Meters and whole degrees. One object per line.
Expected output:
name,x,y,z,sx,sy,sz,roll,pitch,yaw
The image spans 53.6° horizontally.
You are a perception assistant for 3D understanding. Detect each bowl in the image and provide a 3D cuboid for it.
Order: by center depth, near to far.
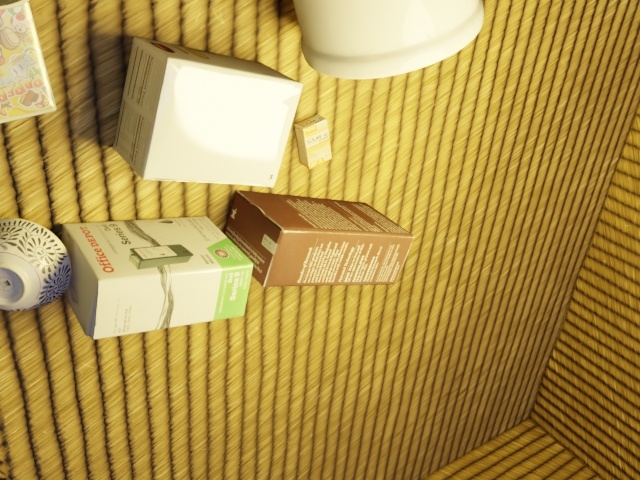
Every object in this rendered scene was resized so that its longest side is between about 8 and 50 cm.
bowl,-0.505,0.055,1.035,0.170,0.080,0.170,-1,113,-3

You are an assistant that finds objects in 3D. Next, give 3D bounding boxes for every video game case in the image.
video game case,-0.519,-0.259,0.907,0.227,0.026,0.206,-22,130,-27

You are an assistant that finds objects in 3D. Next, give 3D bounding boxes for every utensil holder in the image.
utensil holder,0.082,-0.513,1.023,0.328,0.328,0.385,-33,131,-18

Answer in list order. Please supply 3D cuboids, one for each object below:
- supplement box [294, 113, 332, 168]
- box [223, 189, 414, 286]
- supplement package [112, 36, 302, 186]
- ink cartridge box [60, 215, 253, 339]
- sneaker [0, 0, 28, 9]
supplement box,-0.014,-0.209,1.345,0.062,0.036,0.098,-29,132,-22
box,0.000,0.000,1.386,0.381,0.191,0.143,5,114,-41
supplement package,-0.197,-0.218,1.112,0.262,0.145,0.204,0,118,-40
ink cartridge box,-0.303,0.057,1.160,0.289,0.211,0.121,-5,121,-37
sneaker,-0.485,-0.359,0.762,0.296,0.147,0.104,13,94,-40
